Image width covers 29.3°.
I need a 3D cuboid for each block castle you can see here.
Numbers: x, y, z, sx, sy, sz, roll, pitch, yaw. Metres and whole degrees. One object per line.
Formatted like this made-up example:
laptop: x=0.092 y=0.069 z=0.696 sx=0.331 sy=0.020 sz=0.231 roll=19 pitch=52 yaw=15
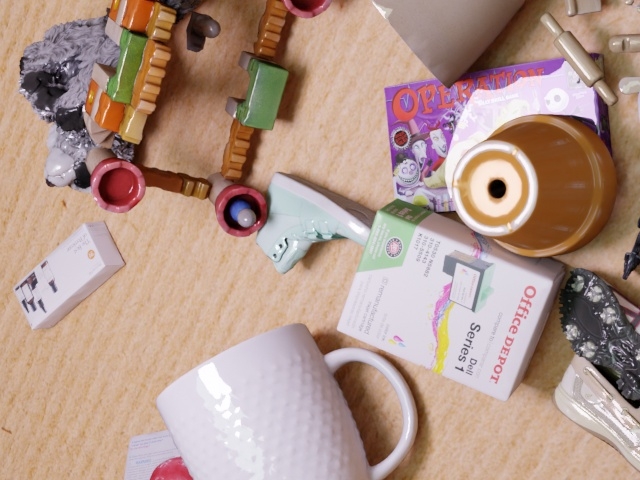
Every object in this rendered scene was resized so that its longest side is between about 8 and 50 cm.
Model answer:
block castle: x=-0.185 y=-0.251 z=1.939 sx=0.213 sy=0.303 sz=0.453 roll=44 pitch=119 yaw=61

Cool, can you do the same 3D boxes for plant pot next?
plant pot: x=0.278 y=-0.074 z=1.689 sx=0.205 sy=0.188 sz=0.205 roll=3 pitch=96 yaw=34
plant pot: x=0.212 y=-0.401 z=1.752 sx=0.274 sy=0.256 sz=0.256 roll=-37 pitch=73 yaw=13

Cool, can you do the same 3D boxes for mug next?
mug: x=-0.026 y=0.317 z=1.950 sx=0.374 sy=0.276 sz=0.328 roll=-28 pitch=77 yaw=-1

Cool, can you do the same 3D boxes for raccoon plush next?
raccoon plush: x=-0.320 y=-0.256 z=2.175 sx=0.446 sy=0.299 sz=0.216 roll=-30 pitch=56 yaw=0

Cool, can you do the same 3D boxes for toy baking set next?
toy baking set: x=0.433 y=-0.285 z=1.689 sx=0.197 sy=0.030 sz=0.256 roll=-34 pitch=77 yaw=13

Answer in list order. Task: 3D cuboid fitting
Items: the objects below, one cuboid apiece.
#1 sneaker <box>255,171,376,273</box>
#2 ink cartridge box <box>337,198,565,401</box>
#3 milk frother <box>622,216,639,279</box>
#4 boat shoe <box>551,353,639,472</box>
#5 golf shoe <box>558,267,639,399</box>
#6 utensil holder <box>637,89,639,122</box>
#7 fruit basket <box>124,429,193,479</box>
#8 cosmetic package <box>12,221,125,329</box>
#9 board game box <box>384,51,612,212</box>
sneaker: x=0.000 y=0.000 z=1.987 sx=0.256 sy=0.094 sz=0.151 roll=28 pitch=103 yaw=39
ink cartridge box: x=0.194 y=0.086 z=1.813 sx=0.278 sy=0.117 sz=0.201 roll=22 pitch=107 yaw=14
milk frother: x=0.493 y=0.016 z=1.675 sx=0.135 sy=0.129 sz=0.143 roll=40 pitch=157 yaw=25
boat shoe: x=0.464 y=0.258 z=1.697 sx=0.302 sy=0.109 sz=0.098 roll=35 pitch=113 yaw=33
golf shoe: x=0.436 y=0.143 z=1.714 sx=0.273 sy=0.120 sz=0.105 roll=55 pitch=128 yaw=44
utensil holder: x=0.620 y=-0.155 z=1.438 sx=0.385 sy=0.327 sz=0.327 roll=-31 pitch=77 yaw=34
fruit basket: x=-0.231 y=0.490 z=2.141 sx=0.327 sy=0.165 sz=0.353 roll=-17 pitch=49 yaw=32
cosmetic package: x=-0.482 y=0.069 z=2.333 sx=0.239 sy=0.060 sz=0.099 roll=-38 pitch=74 yaw=30
board game box: x=0.262 y=-0.152 z=1.835 sx=0.347 sy=0.056 sz=0.208 roll=-6 pitch=86 yaw=34
